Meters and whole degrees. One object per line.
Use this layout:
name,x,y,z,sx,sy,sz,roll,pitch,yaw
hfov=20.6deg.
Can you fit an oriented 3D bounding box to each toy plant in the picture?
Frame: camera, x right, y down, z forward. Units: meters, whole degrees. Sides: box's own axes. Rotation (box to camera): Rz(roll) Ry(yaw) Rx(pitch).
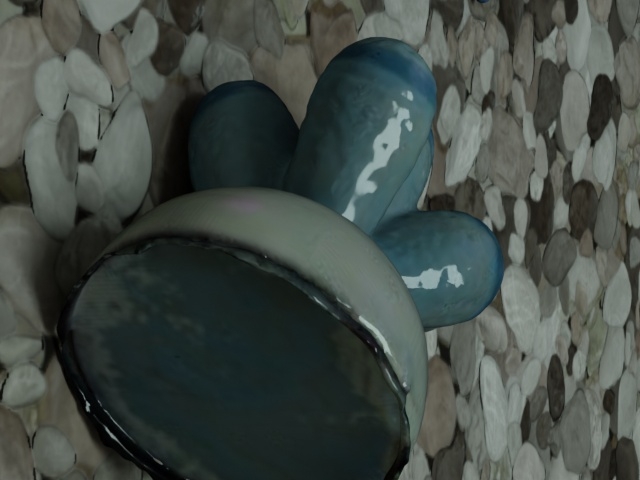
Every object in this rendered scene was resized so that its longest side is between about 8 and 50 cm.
toy plant,0.000,0.000,1.159,0.332,0.247,0.247,-61,141,-47

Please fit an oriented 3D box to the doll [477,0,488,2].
doll,0.142,-0.303,1.562,0.110,0.067,0.206,-51,146,-36

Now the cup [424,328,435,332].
cup,0.051,0.021,1.412,0.116,0.074,0.104,10,59,-57
